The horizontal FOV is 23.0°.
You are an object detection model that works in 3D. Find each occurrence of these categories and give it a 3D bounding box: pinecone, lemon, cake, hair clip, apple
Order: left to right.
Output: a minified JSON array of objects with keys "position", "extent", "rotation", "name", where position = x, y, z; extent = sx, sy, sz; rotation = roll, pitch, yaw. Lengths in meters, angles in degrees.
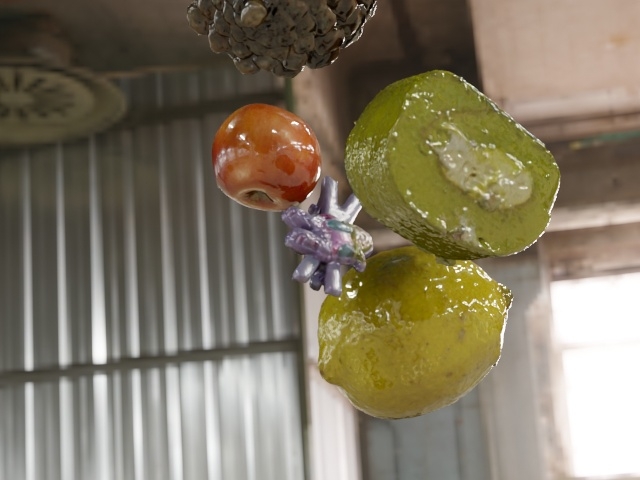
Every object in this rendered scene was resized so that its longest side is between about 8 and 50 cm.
[{"position":[-0.077,-0.113,2.241],"extent":[0.163,0.139,0.163],"rotation":[4,-31,2],"name":"apple"},{"position":[-0.035,-0.318,1.918],"extent":[0.224,0.224,0.272],"rotation":[-13,17,31],"name":"pinecone"},{"position":[0.007,-0.013,2.227],"extent":[0.137,0.090,0.278],"rotation":[27,18,-7],"name":"hair clip"},{"position":[0.137,0.130,2.320],"extent":[0.310,0.254,0.253],"rotation":[-24,-14,-7],"name":"lemon"},{"position":[0.160,-0.078,1.930],"extent":[0.260,0.179,0.156],"rotation":[37,-14,-19],"name":"cake"}]
